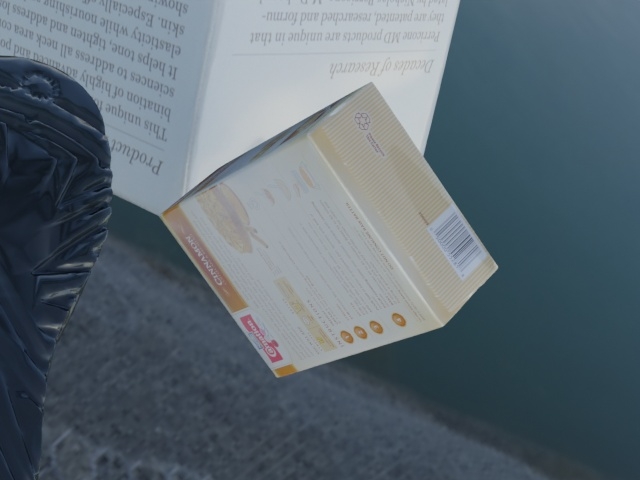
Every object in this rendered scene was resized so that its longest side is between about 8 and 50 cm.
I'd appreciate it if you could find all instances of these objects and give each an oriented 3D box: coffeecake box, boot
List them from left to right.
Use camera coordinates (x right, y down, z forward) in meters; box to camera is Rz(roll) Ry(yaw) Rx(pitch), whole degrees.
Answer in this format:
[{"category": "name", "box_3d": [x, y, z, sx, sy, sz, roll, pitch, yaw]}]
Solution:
[{"category": "boot", "box_3d": [-0.173, 0.066, 0.628, 0.094, 0.207, 0.246, 14, 61, -21]}, {"category": "coffeecake box", "box_3d": [0.000, 0.000, 0.920, 0.068, 0.185, 0.142, -42, 101, -36]}]

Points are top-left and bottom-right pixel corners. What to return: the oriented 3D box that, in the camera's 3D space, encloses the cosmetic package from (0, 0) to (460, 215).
[{"category": "cosmetic package", "box_3d": [-0.092, -0.260, 1.236, 0.329, 0.393, 0.327, 25, 23, 34]}]
